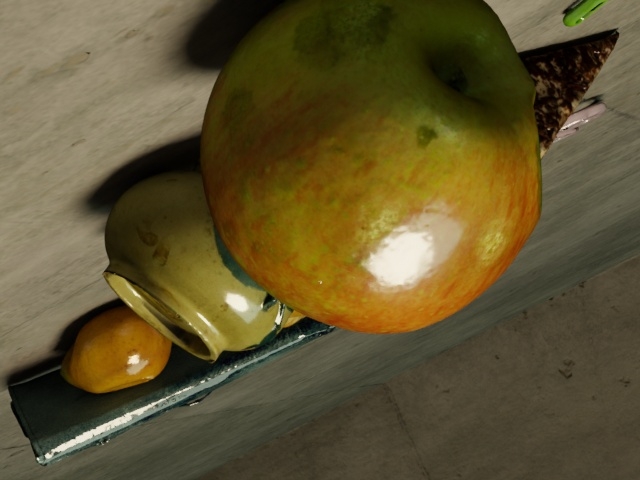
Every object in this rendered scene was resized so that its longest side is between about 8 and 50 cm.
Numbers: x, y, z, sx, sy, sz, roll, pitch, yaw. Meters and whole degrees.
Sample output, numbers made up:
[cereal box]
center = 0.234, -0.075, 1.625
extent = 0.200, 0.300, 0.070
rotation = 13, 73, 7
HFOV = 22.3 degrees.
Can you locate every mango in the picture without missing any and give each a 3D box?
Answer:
[mango]
center = -0.222, 0.123, 1.786
extent = 0.115, 0.089, 0.165
rotation = -22, 173, -21

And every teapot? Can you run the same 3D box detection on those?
[teapot]
center = -0.087, -0.006, 1.373
extent = 0.182, 0.173, 0.269
rotation = -53, -158, -15

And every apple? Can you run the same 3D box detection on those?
[apple]
center = 0.045, -0.066, 1.112
extent = 0.246, 0.246, 0.226
rotation = -14, 150, -41

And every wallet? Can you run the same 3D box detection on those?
[wallet]
center = -0.170, 0.143, 1.888
extent = 0.379, 0.046, 0.190
rotation = -23, -159, -13

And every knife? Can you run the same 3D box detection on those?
[knife]
center = 0.284, -0.241, 1.382
extent = 0.054, 0.015, 0.212
rotation = -24, 171, -44

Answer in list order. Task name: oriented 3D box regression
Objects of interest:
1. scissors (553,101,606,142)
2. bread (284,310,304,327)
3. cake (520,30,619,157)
[scissors]
center = 0.228, -0.114, 1.816
extent = 0.212, 0.021, 0.110
rotation = -17, 169, -35
[bread]
center = 0.000, 0.000, 1.583
extent = 0.244, 0.134, 0.244
rotation = -27, 170, -5
[cake]
center = 0.203, -0.101, 1.543
extent = 0.246, 0.135, 0.112
rotation = -17, 165, -36
